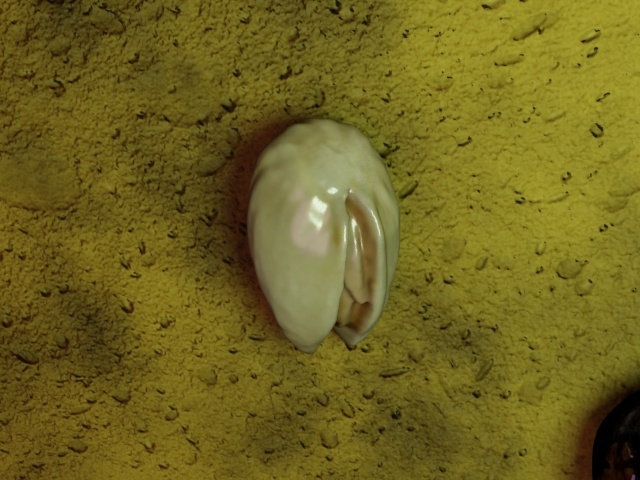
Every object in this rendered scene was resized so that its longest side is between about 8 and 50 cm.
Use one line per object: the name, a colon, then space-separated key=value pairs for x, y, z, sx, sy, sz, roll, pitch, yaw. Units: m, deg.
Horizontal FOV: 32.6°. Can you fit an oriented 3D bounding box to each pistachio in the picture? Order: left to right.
pistachio: x=0.000 y=0.000 z=1.407 sx=0.193 sy=0.214 sz=0.318 roll=-10 pitch=119 yaw=-22

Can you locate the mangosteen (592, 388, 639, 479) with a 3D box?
mangosteen: x=0.485 y=0.292 z=1.305 sx=0.302 sy=0.275 sz=0.275 roll=7 pitch=113 yaw=-16
